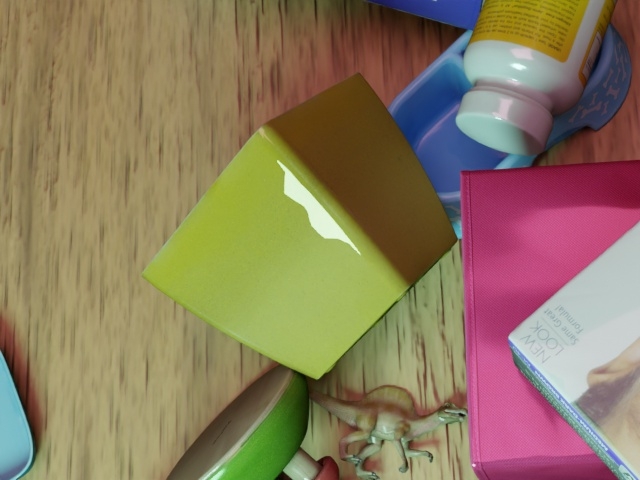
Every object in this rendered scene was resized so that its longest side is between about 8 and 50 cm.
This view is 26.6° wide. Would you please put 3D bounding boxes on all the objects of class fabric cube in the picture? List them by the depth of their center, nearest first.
[{"bbox_3d":[0.265,0.088,1.164,0.258,0.259,0.254,-5,70,11],"label":"fabric cube"}]

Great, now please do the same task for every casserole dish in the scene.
[{"bbox_3d":[-0.360,0.189,1.418,0.114,0.037,0.188,-28,67,5],"label":"casserole dish"}]

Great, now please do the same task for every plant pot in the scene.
[{"bbox_3d":[0.000,0.000,1.271,0.187,0.212,0.212,45,122,6],"label":"plant pot"}]

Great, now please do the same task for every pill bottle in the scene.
[{"bbox_3d":[0.203,-0.190,1.268,0.117,0.117,0.208,17,78,20],"label":"pill bottle"}]

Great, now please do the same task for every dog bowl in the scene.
[{"bbox_3d":[0.179,-0.137,1.360,0.297,0.074,0.166,-43,67,-2],"label":"dog bowl"}]

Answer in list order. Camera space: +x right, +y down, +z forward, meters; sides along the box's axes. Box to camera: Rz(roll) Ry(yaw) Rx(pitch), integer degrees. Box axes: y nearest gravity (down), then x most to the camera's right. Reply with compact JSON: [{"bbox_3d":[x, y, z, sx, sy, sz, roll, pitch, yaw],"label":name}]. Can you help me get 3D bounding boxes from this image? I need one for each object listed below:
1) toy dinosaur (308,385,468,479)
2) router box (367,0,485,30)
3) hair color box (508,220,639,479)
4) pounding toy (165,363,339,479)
[{"bbox_3d":[0.049,0.180,1.312,0.183,0.053,0.093,9,58,13],"label":"toy dinosaur"},{"bbox_3d":[0.055,-0.393,1.404,0.335,0.082,0.301,17,61,9],"label":"router box"},{"bbox_3d":[0.322,0.036,0.974,0.339,0.110,0.185,-41,70,-1],"label":"hair color box"},{"bbox_3d":[-0.070,0.235,1.271,0.110,0.183,0.237,44,73,-7],"label":"pounding toy"}]
